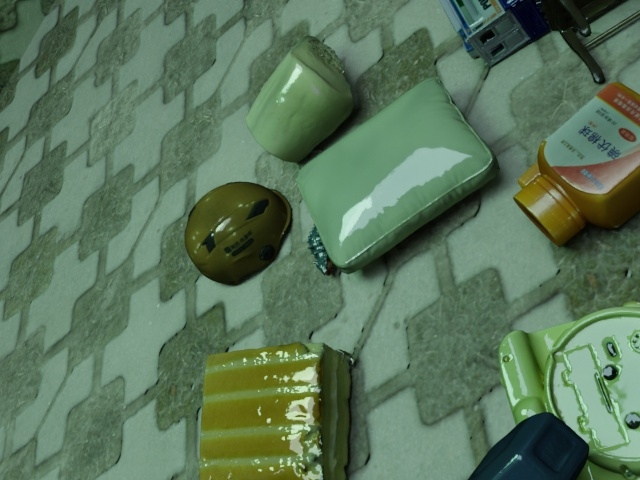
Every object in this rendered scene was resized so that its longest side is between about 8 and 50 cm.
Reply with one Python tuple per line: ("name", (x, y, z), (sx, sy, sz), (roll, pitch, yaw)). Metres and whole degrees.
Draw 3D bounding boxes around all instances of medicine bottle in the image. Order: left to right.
("medicine bottle", (0.399, -0.100, 1.017), (0.222, 0.112, 0.149), (-42, 50, 9))

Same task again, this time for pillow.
("pillow", (0.119, -0.118, 1.214), (0.322, 0.120, 0.255), (-34, 53, 13))

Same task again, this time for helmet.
("helmet", (-0.178, -0.030, 1.372), (0.224, 0.130, 0.198), (-44, 53, 7))

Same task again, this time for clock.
("clock", (0.396, 0.186, 0.885), (0.308, 0.096, 0.235), (-25, 55, 22))

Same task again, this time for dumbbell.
("dumbbell", (0.310, 0.344, 0.759), (0.325, 0.144, 0.160), (44, 105, 17))

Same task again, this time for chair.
("chair", (0.440, -0.440, 1.135), (0.186, 0.160, 0.319), (-30, 57, 17))

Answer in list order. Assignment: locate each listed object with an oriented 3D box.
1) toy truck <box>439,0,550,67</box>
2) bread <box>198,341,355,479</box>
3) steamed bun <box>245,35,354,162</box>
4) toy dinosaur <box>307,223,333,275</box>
("toy truck", (0.291, -0.461, 1.271), (0.155, 0.124, 0.268), (-33, 53, 23))
("bread", (-0.070, 0.297, 1.140), (0.246, 0.111, 0.239), (-13, 63, 26))
("steamed bun", (-0.040, -0.264, 1.394), (0.225, 0.170, 0.200), (-48, 15, 26))
("toy dinosaur", (0.000, 0.000, 1.281), (0.049, 0.055, 0.154), (-28, 56, 25))
